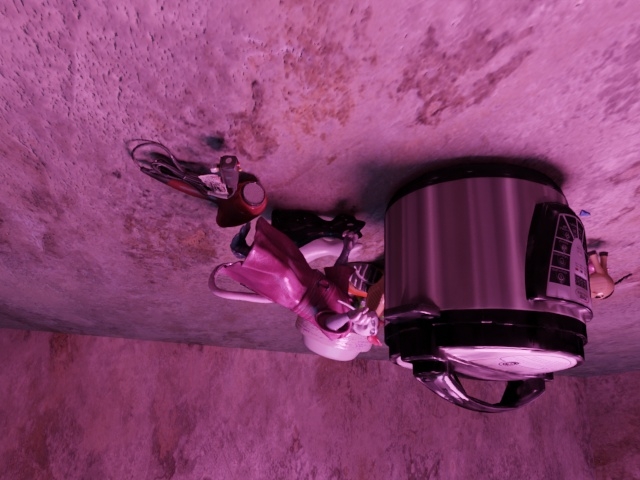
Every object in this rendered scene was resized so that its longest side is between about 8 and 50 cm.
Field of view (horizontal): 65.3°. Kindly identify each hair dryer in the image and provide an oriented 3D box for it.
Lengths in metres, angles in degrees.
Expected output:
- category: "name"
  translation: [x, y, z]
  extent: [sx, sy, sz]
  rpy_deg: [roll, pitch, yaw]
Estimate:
- category: "hair dryer"
  translation: [-0.215, -0.105, 0.997]
  extent: [0.224, 0.080, 0.293]
  rpy_deg: [13, 156, 17]

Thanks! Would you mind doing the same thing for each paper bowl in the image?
- category: "paper bowl"
  translation: [0.048, 0.324, 1.777]
  extent: [0.284, 0.148, 0.284]
  rpy_deg: [17, -174, -2]

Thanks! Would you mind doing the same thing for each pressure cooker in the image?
- category: "pressure cooker"
  translation: [0.305, 0.111, 0.963]
  extent: [0.370, 0.420, 0.375]
  rpy_deg: [2, 158, 6]

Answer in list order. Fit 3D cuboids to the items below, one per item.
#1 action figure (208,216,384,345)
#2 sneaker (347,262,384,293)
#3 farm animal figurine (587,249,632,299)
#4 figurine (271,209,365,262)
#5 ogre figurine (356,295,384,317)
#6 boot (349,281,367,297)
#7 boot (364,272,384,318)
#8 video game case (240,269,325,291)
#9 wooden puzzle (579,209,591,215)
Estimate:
- category: "action figure"
  translation: [-0.032, 0.116, 1.000]
  extent: [0.370, 0.248, 0.275]
  rpy_deg: [37, 118, -8]
- category: "sneaker"
  translation: [0.166, 0.119, 1.481]
  extent: [0.209, 0.081, 0.094]
  rpy_deg: [21, -178, -10]
- category: "farm animal figurine"
  translation: [0.560, 0.144, 1.294]
  extent: [0.327, 0.172, 0.330]
  rpy_deg: [0, 165, 0]
- category: "figurine"
  translation: [0.000, 0.000, 1.192]
  extent: [0.210, 0.092, 0.215]
  rpy_deg: [-2, 159, 2]
- category: "ogre figurine"
  translation: [0.187, 0.227, 1.732]
  extent: [0.118, 0.096, 0.197]
  rpy_deg: [-6, 172, -9]
- category: "boot"
  translation: [0.143, 0.157, 1.615]
  extent: [0.158, 0.059, 0.085]
  rpy_deg: [24, 155, -25]
- category: "boot"
  translation: [0.252, 0.142, 1.395]
  extent: [0.207, 0.090, 0.248]
  rpy_deg: [8, 126, -22]
- category: "video game case"
  translation: [-0.088, 0.157, 1.671]
  extent: [0.275, 0.035, 0.248]
  rpy_deg: [-7, 157, 22]
- category: "wooden puzzle"
  translation: [0.513, -0.046, 1.086]
  extent: [0.079, 0.014, 0.116]
  rpy_deg: [19, 153, -36]
